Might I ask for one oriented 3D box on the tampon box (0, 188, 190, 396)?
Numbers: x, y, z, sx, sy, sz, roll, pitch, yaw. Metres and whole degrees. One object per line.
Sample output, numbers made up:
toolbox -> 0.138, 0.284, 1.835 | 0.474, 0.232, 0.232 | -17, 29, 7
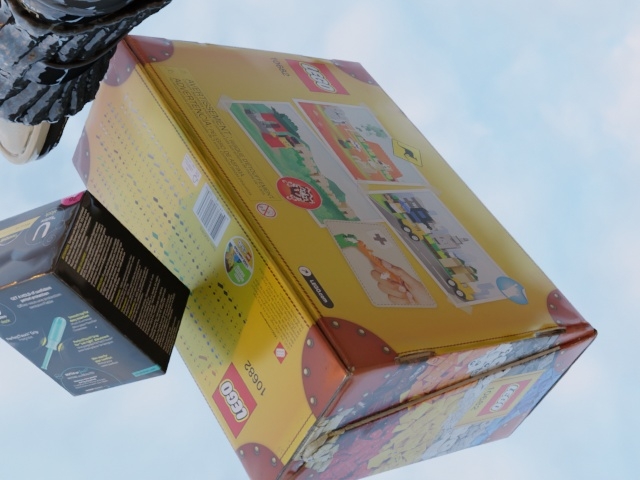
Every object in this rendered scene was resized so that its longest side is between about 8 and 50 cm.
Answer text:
tampon box -> -0.223, 0.052, 0.864 | 0.161, 0.120, 0.101 | 52, -146, -37

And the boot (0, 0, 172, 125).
boot -> -0.117, -0.242, 0.676 | 0.348, 0.260, 0.131 | -44, -83, -23

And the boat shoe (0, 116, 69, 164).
boat shoe -> -0.231, -0.238, 0.855 | 0.113, 0.127, 0.340 | -5, -78, -50

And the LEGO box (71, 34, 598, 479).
LEGO box -> 0.000, 0.000, 1.049 | 0.373, 0.193, 0.500 | -2, -135, -41
